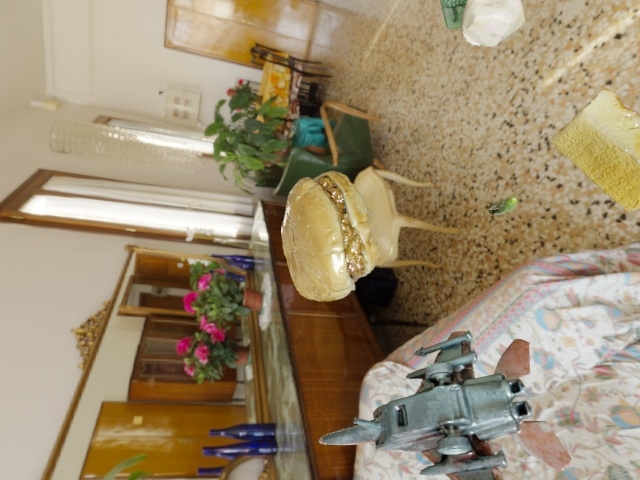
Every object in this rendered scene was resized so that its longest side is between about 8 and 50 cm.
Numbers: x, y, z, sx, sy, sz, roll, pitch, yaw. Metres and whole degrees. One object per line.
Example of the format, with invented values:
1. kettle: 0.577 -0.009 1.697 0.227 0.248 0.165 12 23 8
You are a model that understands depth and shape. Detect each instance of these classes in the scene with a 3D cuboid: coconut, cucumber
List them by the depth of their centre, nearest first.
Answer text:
1. coconut: 0.356 -0.455 0.825 0.110 0.125 0.110 15 -90 -79
2. cucumber: 0.488 -0.089 1.089 0.168 0.039 0.039 84 -169 -85

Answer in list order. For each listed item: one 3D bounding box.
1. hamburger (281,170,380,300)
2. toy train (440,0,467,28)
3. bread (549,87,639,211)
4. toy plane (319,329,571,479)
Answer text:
1. hamburger: 0.001 0.001 0.854 0.283 0.145 0.259 113 136 -66
2. toy train: 0.364 -0.644 0.909 0.145 0.202 0.266 26 154 50
3. bread: 0.718 -0.213 0.965 0.114 0.274 0.185 -42 -12 -2
4. toy plane: 0.127 0.237 0.532 0.327 0.104 0.222 -20 46 21
